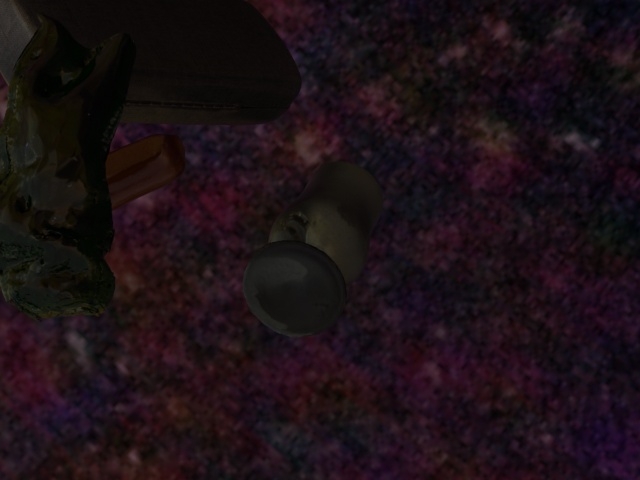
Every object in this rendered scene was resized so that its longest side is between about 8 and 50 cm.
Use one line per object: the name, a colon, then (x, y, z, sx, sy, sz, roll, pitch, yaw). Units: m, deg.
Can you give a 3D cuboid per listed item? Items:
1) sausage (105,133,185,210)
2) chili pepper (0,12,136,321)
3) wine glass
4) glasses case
sausage: (-0.166, -0.046, 1.012, 0.039, 0.131, 0.041, 59, -172, -48)
chili pepper: (-0.179, -0.057, 0.877, 0.098, 0.224, 0.061, -3, 164, 8)
wine glass: (0.000, 0.000, 1.301, 0.103, 0.231, 0.103, 5, 116, 11)
glasses case: (-0.156, -0.174, 1.195, 0.074, 0.323, 0.131, -45, 64, 34)
